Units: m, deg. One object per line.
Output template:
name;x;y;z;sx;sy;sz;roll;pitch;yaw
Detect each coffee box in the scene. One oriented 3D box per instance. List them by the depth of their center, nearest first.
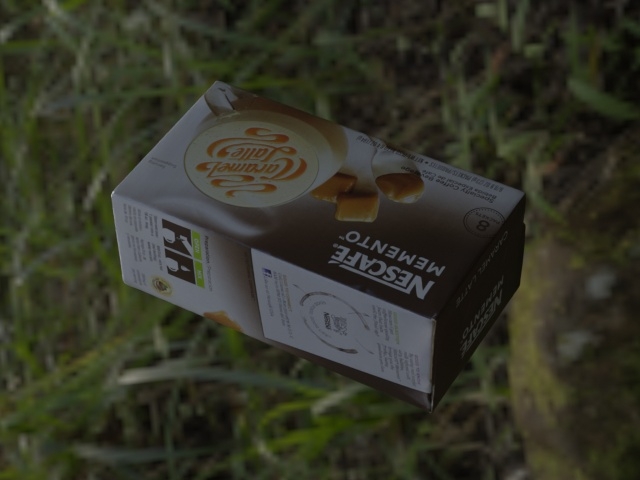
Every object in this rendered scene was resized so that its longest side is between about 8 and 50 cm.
coffee box;0.000;0.000;1.270;0.141;0.246;0.098;-51;-27;-37
